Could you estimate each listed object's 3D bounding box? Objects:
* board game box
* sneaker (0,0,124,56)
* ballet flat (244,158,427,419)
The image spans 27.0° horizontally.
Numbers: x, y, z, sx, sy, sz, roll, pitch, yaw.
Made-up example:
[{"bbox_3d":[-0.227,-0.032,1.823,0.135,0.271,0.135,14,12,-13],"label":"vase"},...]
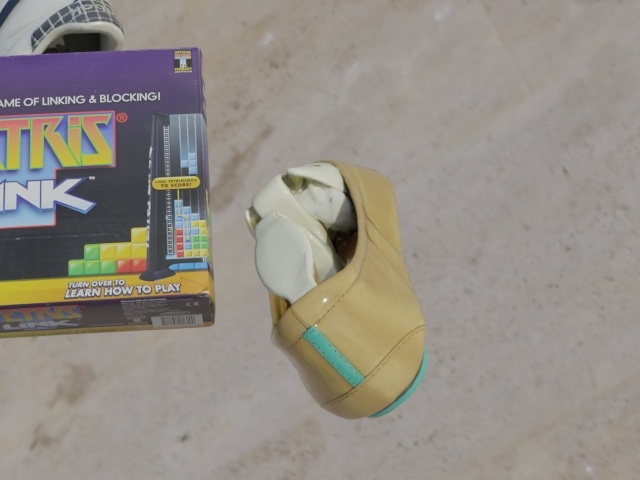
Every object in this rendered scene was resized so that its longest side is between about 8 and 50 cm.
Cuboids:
[{"bbox_3d":[-0.140,-0.024,0.669,0.170,0.048,0.141,-4,67,-4],"label":"board game box"},{"bbox_3d":[-0.186,-0.041,0.780,0.095,0.090,0.235,37,107,49],"label":"sneaker"},{"bbox_3d":[0.000,0.000,0.646,0.080,0.073,0.232,-46,22,10],"label":"ballet flat"}]
